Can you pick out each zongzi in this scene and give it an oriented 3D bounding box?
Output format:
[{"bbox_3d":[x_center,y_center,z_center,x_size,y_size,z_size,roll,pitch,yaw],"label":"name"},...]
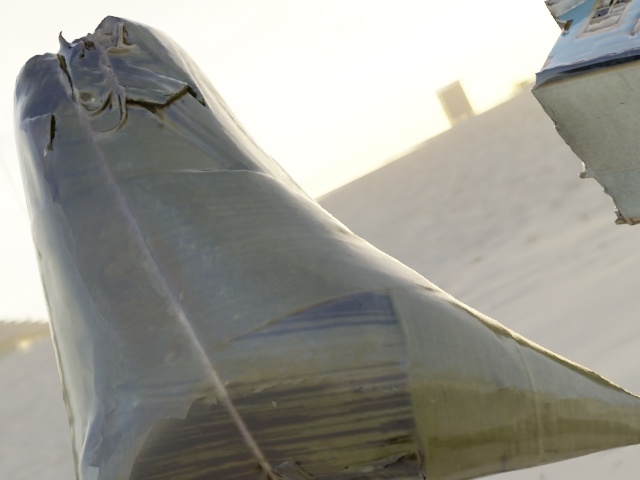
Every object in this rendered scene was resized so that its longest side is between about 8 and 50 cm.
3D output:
[{"bbox_3d":[0.000,0.000,0.808,0.300,0.274,0.145,-15,-9,18],"label":"zongzi"}]

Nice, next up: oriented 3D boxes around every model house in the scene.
[{"bbox_3d":[0.286,-0.131,0.960,0.271,0.178,0.206,-14,37,46],"label":"model house"}]
